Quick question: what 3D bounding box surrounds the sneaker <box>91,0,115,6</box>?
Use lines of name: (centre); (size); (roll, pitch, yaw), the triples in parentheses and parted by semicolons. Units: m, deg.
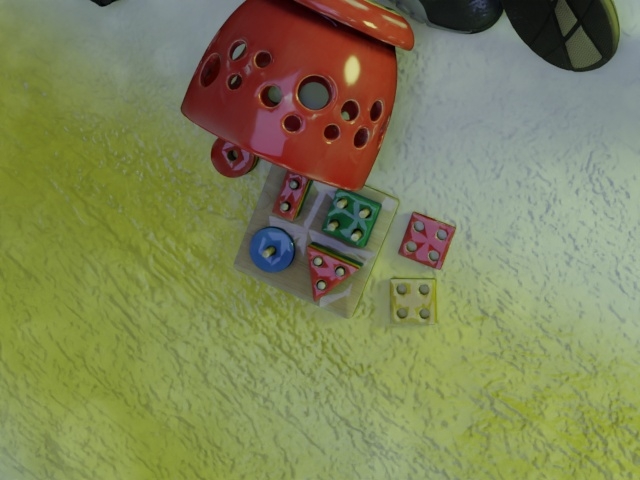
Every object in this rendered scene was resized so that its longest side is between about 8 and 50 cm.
sneaker: (-0.203, -0.305, 1.739); (0.085, 0.058, 0.152); (31, 108, 12)

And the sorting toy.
sorting toy: (0.000, 0.000, 1.752); (0.274, 0.046, 0.132); (24, 103, 7)

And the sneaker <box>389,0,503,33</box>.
sneaker: (0.066, -0.266, 1.653); (0.229, 0.132, 0.086); (34, 104, 5)

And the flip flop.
flip flop: (0.201, -0.285, 1.644); (0.112, 0.080, 0.277); (-23, 103, 49)

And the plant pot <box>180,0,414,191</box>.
plant pot: (-0.013, -0.159, 1.659); (0.191, 0.191, 0.174); (27, 100, 7)
